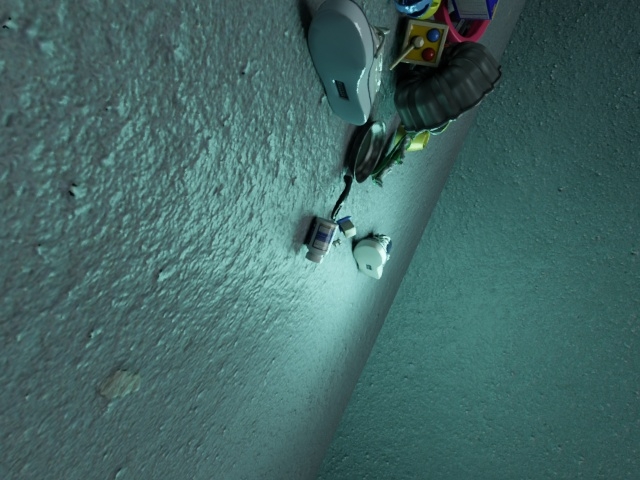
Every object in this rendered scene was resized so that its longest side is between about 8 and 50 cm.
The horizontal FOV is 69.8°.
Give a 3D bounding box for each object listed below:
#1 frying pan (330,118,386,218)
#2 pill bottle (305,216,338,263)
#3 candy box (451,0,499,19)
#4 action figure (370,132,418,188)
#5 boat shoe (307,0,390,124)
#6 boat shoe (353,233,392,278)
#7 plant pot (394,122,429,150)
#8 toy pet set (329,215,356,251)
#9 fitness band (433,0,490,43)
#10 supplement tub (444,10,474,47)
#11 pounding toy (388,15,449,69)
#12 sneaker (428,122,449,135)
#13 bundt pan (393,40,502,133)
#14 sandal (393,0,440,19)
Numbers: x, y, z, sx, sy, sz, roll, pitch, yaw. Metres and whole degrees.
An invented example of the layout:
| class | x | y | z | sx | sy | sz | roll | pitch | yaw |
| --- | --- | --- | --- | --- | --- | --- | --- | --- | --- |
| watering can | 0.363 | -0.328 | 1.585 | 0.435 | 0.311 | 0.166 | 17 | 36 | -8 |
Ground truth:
| class | x | y | z | sx | sy | sz | roll | pitch | yaw |
| --- | --- | --- | --- | --- | --- | --- | --- | --- | --- |
| frying pan | 0.111 | -0.206 | 1.358 | 0.326 | 0.053 | 0.197 | -65 | 160 | 3 |
| pill bottle | 0.000 | 0.000 | 1.282 | 0.067 | 0.067 | 0.120 | -4 | 116 | -67 |
| candy box | 0.440 | -0.802 | 1.245 | 0.317 | 0.122 | 0.268 | 7 | 101 | -65 |
| action figure | 0.264 | -0.291 | 1.591 | 0.232 | 0.063 | 0.137 | -55 | 171 | -4 |
| boat shoe | 0.082 | -0.396 | 0.957 | 0.156 | 0.136 | 0.367 | -63 | 162 | -9 |
| boat shoe | 0.213 | 0.025 | 1.791 | 0.340 | 0.127 | 0.158 | 81 | 31 | -69 |
| plant pot | 0.341 | -0.381 | 1.671 | 0.134 | 0.095 | 0.134 | -50 | 154 | -36 |
| toy pet set | 0.046 | -0.037 | 1.403 | 0.114 | 0.065 | 0.122 | -24 | 145 | -8 |
| fitness band | 0.460 | -0.753 | 1.476 | 0.209 | 0.054 | 0.290 | 45 | 65 | -28 |
| supplement tub | 0.451 | -0.689 | 1.576 | 0.190 | 0.117 | 0.117 | -58 | 158 | -21 |
| pounding toy | 0.268 | -0.544 | 1.281 | 0.100 | 0.141 | 0.130 | -87 | -175 | -57 |
| sneaker | 0.426 | -0.512 | 1.650 | 0.121 | 0.111 | 0.299 | 59 | 40 | -75 |
| bundt pan | 0.360 | -0.474 | 1.374 | 0.124 | 0.331 | 0.330 | 49 | 60 | -27 |
| sandal | 0.247 | -0.676 | 1.087 | 0.138 | 0.126 | 0.317 | -45 | 150 | -36 |
